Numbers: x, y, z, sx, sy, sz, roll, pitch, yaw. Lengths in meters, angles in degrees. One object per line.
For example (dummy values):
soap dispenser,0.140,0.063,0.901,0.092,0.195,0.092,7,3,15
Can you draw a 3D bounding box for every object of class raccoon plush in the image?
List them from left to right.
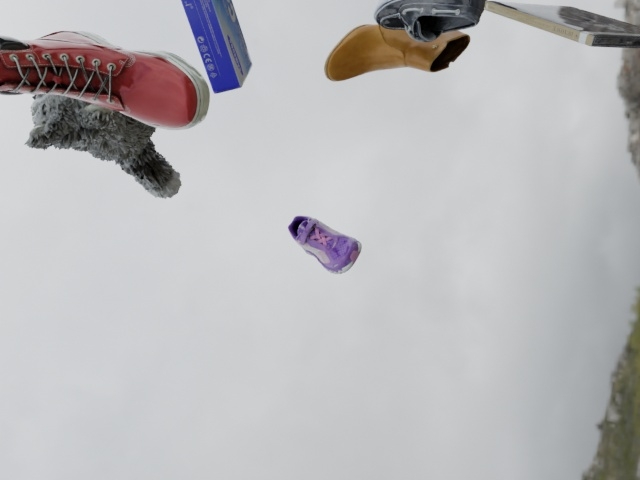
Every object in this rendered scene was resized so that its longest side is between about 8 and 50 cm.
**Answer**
raccoon plush,-0.392,-0.197,1.554,0.446,0.216,0.299,43,-162,-35

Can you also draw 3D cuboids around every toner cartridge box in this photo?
toner cartridge box,-0.255,-0.535,1.814,0.165,0.075,0.348,-79,-25,-58

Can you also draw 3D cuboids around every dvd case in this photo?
dvd case,0.354,-0.293,1.064,0.164,0.221,0.018,-5,-62,-26

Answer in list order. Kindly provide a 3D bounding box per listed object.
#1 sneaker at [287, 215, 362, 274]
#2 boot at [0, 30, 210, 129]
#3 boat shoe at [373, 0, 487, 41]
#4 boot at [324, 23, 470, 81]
sneaker,0.000,0.000,1.795,0.104,0.236,0.095,40,-97,-34
boot,-0.258,-0.173,0.861,0.176,0.244,0.089,-23,-50,-56
boat shoe,0.215,-0.460,1.613,0.108,0.301,0.102,17,-97,-41
boot,0.174,-0.423,1.773,0.295,0.211,0.104,-35,-43,-13
